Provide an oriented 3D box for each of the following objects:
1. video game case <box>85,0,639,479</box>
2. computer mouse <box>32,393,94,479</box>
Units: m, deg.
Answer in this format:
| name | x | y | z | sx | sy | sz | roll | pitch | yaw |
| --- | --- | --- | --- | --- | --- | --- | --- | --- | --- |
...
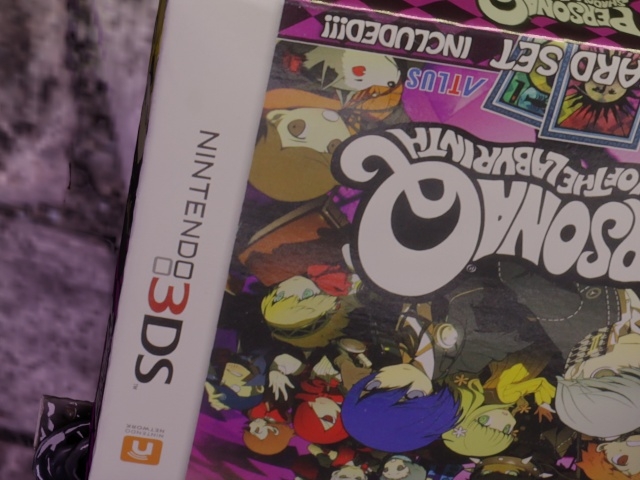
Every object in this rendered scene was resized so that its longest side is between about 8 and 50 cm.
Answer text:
| name | x | y | z | sx | sy | sz | roll | pitch | yaw |
| --- | --- | --- | --- | --- | --- | --- | --- | --- | --- |
| video game case | 0.051 | 0.012 | 0.626 | 0.232 | 0.042 | 0.210 | 9 | 129 | -8 |
| computer mouse | 0.000 | 0.000 | 0.695 | 0.188 | 0.072 | 0.272 | 10 | 128 | -2 |
